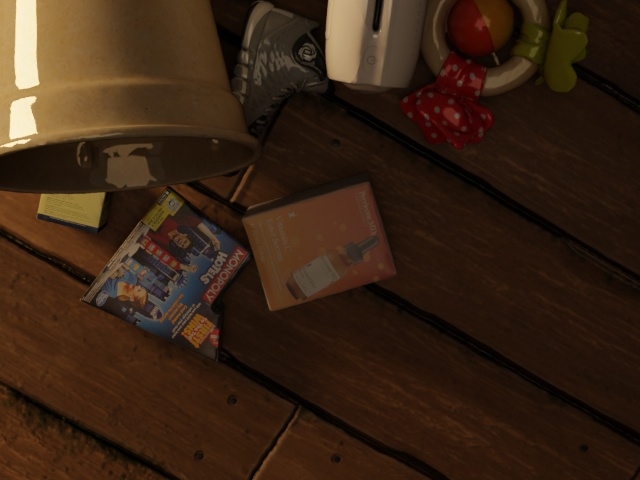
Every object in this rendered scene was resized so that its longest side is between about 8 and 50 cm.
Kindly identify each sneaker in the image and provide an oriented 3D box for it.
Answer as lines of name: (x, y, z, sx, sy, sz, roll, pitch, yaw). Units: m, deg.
sneaker: (-0.051, -0.180, 1.380, 0.132, 0.086, 0.229, 14, 101, -3)

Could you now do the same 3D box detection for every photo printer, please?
photo printer: (0.068, -0.298, 1.237, 0.107, 0.307, 0.256, 7, 101, 1)

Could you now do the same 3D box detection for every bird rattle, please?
bird rattle: (0.207, -0.239, 1.363, 0.253, 0.143, 0.207, -24, 88, 20)

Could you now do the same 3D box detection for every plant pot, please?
plant pot: (-0.246, -0.231, 1.246, 0.334, 0.334, 0.305, -6, 84, 3)

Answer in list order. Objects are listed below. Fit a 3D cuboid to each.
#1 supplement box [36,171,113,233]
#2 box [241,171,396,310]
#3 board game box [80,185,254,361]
supplement box: (-0.317, -0.063, 1.426, 0.083, 0.056, 0.083, 14, 102, -1)
box: (0.000, 0.000, 1.410, 0.170, 0.091, 0.130, -17, 100, 6)
board game box: (-0.181, 0.058, 1.444, 0.194, 0.060, 0.194, 39, 100, -6)
